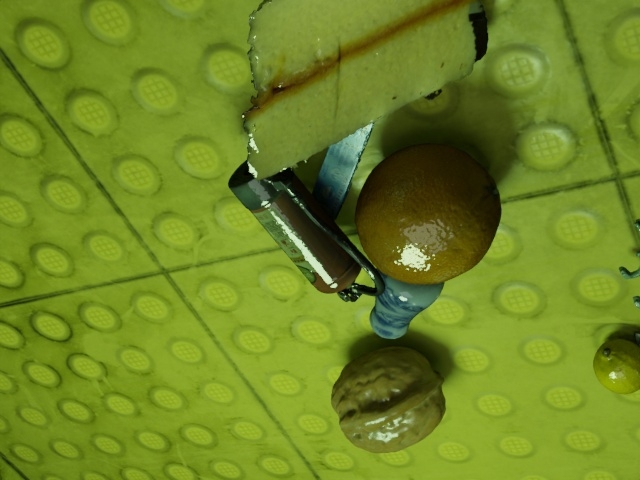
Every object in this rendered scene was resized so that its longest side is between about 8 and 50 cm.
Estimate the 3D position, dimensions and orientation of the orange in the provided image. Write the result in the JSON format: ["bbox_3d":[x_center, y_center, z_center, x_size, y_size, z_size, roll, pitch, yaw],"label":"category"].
[{"bbox_3d":[0.194,-0.048,1.607,0.264,0.264,0.264,9,134,9],"label":"orange"}]

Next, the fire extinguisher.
[{"bbox_3d":[-0.009,0.007,1.695,0.113,0.200,0.376,-40,116,0],"label":"fire extinguisher"}]

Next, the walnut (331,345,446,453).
[{"bbox_3d":[0.153,0.350,2.005,0.257,0.257,0.224,-26,88,35],"label":"walnut"}]

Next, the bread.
[{"bbox_3d":[0.068,-0.299,1.339,0.242,0.405,0.345,22,151,26],"label":"bread"}]

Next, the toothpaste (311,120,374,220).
[{"bbox_3d":[0.039,-0.146,1.688,0.066,0.053,0.272,23,135,2],"label":"toothpaste"}]

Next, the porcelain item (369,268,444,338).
[{"bbox_3d":[0.168,0.100,1.826,0.141,0.141,0.259,17,145,1],"label":"porcelain item"}]

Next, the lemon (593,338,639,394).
[{"bbox_3d":[0.611,0.255,1.847,0.109,0.109,0.133,-29,127,36],"label":"lemon"}]

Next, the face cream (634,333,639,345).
[{"bbox_3d":[0.692,0.200,1.830,0.115,0.020,0.038,-4,132,22],"label":"face cream"}]

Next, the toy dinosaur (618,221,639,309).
[{"bbox_3d":[0.615,0.099,1.660,0.129,0.076,0.382,-6,106,35],"label":"toy dinosaur"}]
